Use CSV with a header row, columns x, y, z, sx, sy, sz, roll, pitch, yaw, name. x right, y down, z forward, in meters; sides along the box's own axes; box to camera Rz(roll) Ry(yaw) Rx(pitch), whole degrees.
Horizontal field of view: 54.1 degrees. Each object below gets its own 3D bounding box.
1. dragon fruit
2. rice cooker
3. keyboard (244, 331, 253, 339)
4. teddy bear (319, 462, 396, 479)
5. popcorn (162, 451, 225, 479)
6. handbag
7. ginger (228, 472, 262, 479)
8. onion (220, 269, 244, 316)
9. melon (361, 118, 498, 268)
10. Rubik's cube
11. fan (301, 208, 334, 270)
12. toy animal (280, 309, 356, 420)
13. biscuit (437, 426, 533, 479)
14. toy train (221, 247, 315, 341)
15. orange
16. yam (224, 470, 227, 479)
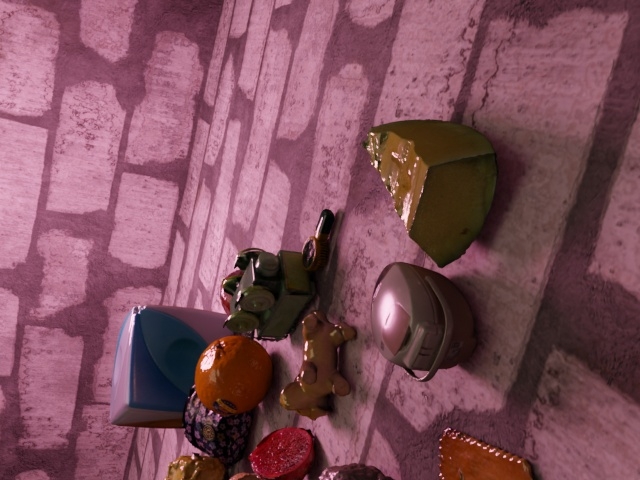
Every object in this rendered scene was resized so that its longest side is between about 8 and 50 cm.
x,y,z,sx,sy,sz,roll,pitch,yaw,name
-0.067,0.498,1.387,0.153,0.153,0.111,-131,20,-61,dragon fruit
0.152,0.119,0.967,0.206,0.127,0.145,54,132,54,rice cooker
-0.219,0.302,1.905,0.061,0.013,0.205,164,112,-66,keyboard
0.052,0.508,1.030,0.235,0.151,0.267,-10,74,44,teddy bear
-0.337,0.639,1.688,0.142,0.173,0.173,-60,16,-20,popcorn
-0.301,0.518,1.798,0.207,0.126,0.229,16,101,26,handbag
-0.234,0.738,1.655,0.190,0.126,0.354,-98,29,-57,ginger
-0.198,0.173,1.758,0.195,0.159,0.160,75,179,-45,onion
0.168,-0.117,1.020,0.323,0.124,0.196,-110,37,-59,melon
-0.488,0.425,2.059,0.352,0.347,0.352,140,134,-58,Rubik's cube
0.000,0.000,1.470,0.082,0.039,0.155,-125,50,-59,fan
-0.010,0.264,1.312,0.168,0.121,0.234,163,117,-77,toy animal
0.222,0.393,0.846,0.237,0.013,0.232,175,103,-66,biscuit
-0.135,0.133,1.553,0.272,0.188,0.159,120,149,-45,toy train
-0.233,0.358,1.676,0.219,0.193,0.219,-43,13,13,orange
-0.316,0.692,1.942,0.054,0.054,0.133,125,144,-46,yam
